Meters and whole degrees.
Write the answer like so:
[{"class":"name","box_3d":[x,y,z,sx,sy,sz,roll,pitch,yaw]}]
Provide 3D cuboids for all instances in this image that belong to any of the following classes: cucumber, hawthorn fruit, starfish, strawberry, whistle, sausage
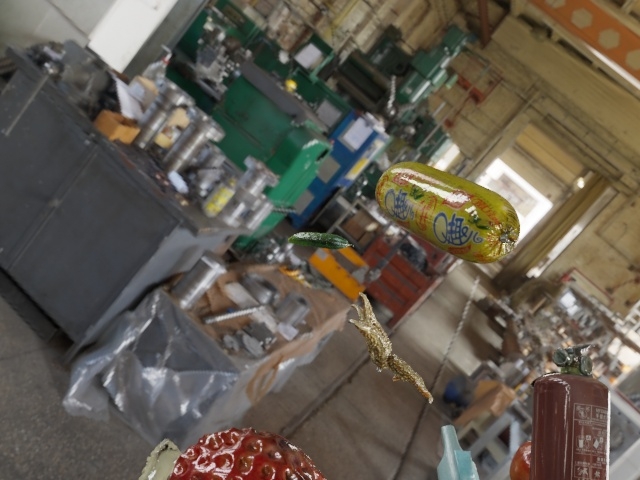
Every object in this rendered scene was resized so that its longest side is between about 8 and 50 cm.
[{"class":"cucumber","box_3d":[0.000,0.000,1.644,0.167,0.039,0.039,6,5,12]},{"class":"hawthorn fruit","box_3d":[0.472,0.500,1.436,0.128,0.128,0.128,39,11,-9]},{"class":"starfish","box_3d":[0.156,0.275,1.713,0.294,0.084,0.301,57,-2,-5]},{"class":"strawberry","box_3d":[-0.067,0.335,0.833,0.253,0.150,0.280,35,-1,0]},{"class":"whistle","box_3d":[0.276,0.500,1.289,0.186,0.093,0.274,69,12,-58]},{"class":"sausage","box_3d":[0.207,-0.052,1.124,0.123,0.123,0.347,33,1,-34]}]

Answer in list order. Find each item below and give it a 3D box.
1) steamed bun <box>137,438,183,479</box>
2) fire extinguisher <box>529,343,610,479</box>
[{"class":"steamed bun","box_3d":[-0.286,0.577,1.229,0.237,0.394,0.346,31,17,-1]},{"class":"fire extinguisher","box_3d":[0.312,0.254,0.827,0.104,0.269,0.105,8,-18,3]}]
